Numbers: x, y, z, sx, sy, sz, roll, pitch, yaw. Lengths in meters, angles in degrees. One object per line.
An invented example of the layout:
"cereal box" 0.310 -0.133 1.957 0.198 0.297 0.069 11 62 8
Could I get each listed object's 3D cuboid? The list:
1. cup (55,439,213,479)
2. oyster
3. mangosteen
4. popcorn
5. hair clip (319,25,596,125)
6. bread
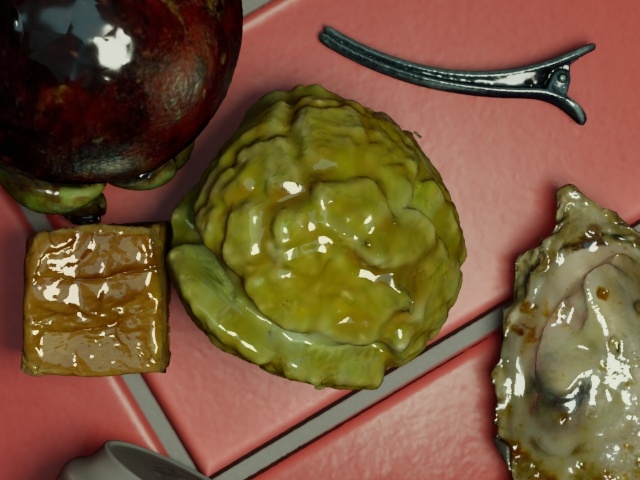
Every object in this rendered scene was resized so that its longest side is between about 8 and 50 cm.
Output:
"cup" -0.158 0.393 1.446 0.322 0.237 0.327 30 89 -9
"oyster" 0.254 0.132 1.536 0.221 0.096 0.361 -21 92 2
"mangosteen" -0.220 -0.178 1.432 0.306 0.359 0.306 -1 57 2
"popcorn" 0.006 0.006 1.446 0.282 0.247 0.282 0 105 -2
"hair clip" 0.134 -0.171 1.545 0.275 0.048 0.083 6 95 -3
"bread" -0.209 0.053 1.474 0.149 0.158 0.143 -1 90 -8
